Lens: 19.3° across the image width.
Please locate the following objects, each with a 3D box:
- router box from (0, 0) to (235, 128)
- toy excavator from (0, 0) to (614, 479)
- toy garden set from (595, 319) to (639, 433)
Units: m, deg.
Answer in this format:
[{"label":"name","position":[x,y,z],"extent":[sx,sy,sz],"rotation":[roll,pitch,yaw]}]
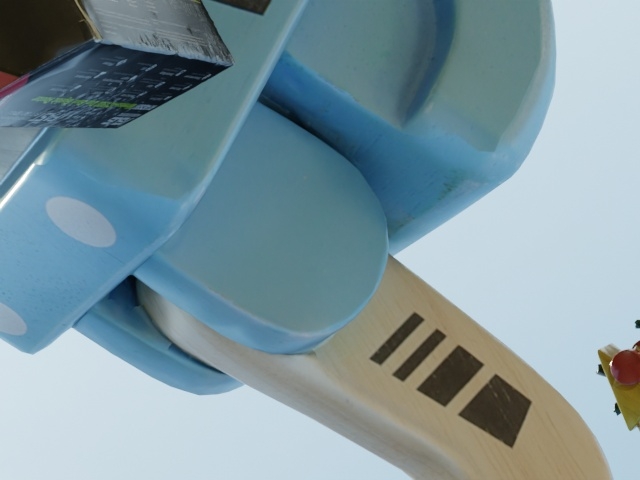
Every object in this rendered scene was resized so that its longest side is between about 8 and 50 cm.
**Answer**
[{"label":"router box","position":[-0.068,-0.073,0.422],"extent":[0.038,0.092,0.122],"rotation":[-27,177,10]},{"label":"toy excavator","position":[0.000,0.000,0.719],"extent":[0.445,0.222,0.433],"rotation":[32,-120,-11]},{"label":"toy garden set","position":[0.288,0.171,1.521],"extent":[0.049,0.244,0.204],"rotation":[-15,180,26]}]
